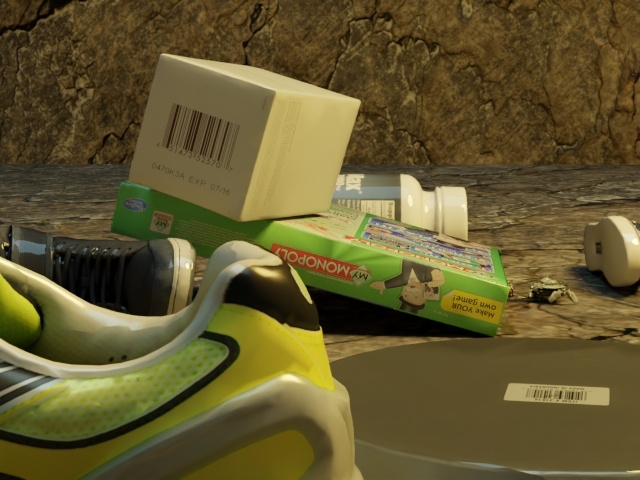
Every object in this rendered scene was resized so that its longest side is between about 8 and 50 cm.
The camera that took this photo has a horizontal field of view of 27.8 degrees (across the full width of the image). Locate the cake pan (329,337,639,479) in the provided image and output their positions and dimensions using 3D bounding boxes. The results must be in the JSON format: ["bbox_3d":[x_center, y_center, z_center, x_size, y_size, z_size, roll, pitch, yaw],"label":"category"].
[{"bbox_3d":[0.113,0.099,0.628,0.293,0.054,0.293,0,8,0],"label":"cake pan"}]

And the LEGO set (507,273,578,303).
[{"bbox_3d":[0.195,0.041,1.169,0.083,0.023,0.054,3,8,25],"label":"LEGO set"}]

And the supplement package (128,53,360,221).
[{"bbox_3d":[-0.056,-0.082,1.037,0.105,0.105,0.179,19,11,20],"label":"supplement package"}]

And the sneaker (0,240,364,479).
[{"bbox_3d":[-0.175,0.072,0.493,0.385,0.147,0.145,-2,9,0],"label":"sneaker"}]

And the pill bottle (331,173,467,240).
[{"bbox_3d":[0.052,-0.013,1.274,0.180,0.108,0.108,0,8,2],"label":"pill bottle"}]

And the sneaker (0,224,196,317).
[{"bbox_3d":[-0.190,0.032,0.961,0.163,0.086,0.226,8,-6,-23],"label":"sneaker"}]

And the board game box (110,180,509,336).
[{"bbox_3d":[0.000,0.000,1.113,0.317,0.046,0.213,16,10,4],"label":"board game box"}]

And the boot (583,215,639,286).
[{"bbox_3d":[0.316,0.006,1.258,0.086,0.069,0.190,-3,6,1],"label":"boot"}]
